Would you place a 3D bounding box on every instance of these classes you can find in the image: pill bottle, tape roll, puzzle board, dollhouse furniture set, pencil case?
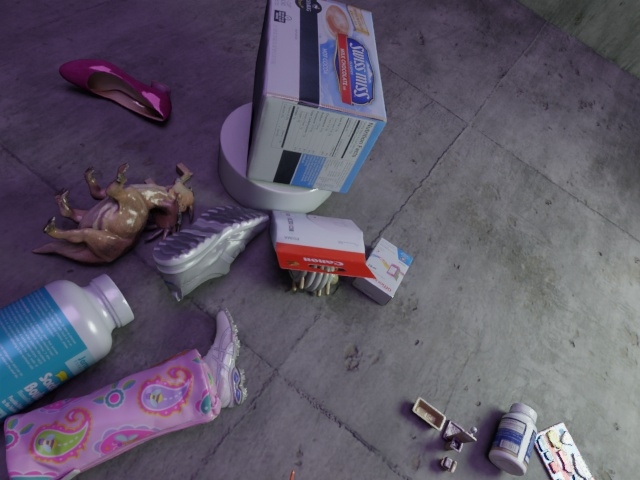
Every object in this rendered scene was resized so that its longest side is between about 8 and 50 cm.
[{"bbox_3d":[0.376,0.379,0.820,0.067,0.067,0.120,37,56,6],"label":"pill bottle"},{"bbox_3d":[-0.094,-0.195,1.001,0.286,0.100,0.286,9,57,-13],"label":"tape roll"},{"bbox_3d":[0.490,0.443,0.853,0.096,0.011,0.128,-10,64,-23],"label":"puzzle board"},{"bbox_3d":[0.223,0.348,0.781,0.114,0.081,0.091,36,55,6],"label":"dollhouse furniture set"},{"bbox_3d":[-0.293,0.261,0.621,0.284,0.124,0.124,-19,67,-18],"label":"pencil case"},{"bbox_3d":[-0.430,0.157,0.646,0.264,0.146,0.146,-34,75,-31],"label":"pill bottle"}]

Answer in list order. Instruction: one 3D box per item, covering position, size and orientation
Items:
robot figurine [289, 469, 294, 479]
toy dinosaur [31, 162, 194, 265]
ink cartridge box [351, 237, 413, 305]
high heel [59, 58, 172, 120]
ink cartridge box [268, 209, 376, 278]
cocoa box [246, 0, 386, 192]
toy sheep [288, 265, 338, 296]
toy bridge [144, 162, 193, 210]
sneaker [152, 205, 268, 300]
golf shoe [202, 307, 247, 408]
[{"bbox_3d":[-0.051,0.452,0.593,0.128,0.158,0.219,5,49,-31],"label":"robot figurine"},{"bbox_3d":[-0.377,-0.027,0.802,0.296,0.200,0.127,-42,42,-8],"label":"toy dinosaur"},{"bbox_3d":[0.138,0.069,0.943,0.088,0.052,0.122,34,57,4],"label":"ink cartridge box"},{"bbox_3d":[-0.470,-0.339,0.980,0.244,0.082,0.117,12,46,-26],"label":"high heel"},{"bbox_3d":[0.000,0.000,0.861,0.189,0.232,0.066,7,103,-14],"label":"ink cartridge box"},{"bbox_3d":[-0.020,-0.312,0.895,0.228,0.231,0.347,7,58,-14],"label":"cocoa box"},{"bbox_3d":[-0.020,0.065,0.875,0.132,0.091,0.091,18,54,-30],"label":"toy sheep"},{"bbox_3d":[-0.349,-0.103,0.906,0.063,0.026,0.188,46,57,9],"label":"toy bridge"},{"bbox_3d":[-0.210,0.014,0.846,0.105,0.115,0.281,19,33,27],"label":"sneaker"},{"bbox_3d":[-0.182,0.205,0.749,0.086,0.069,0.176,-6,61,-15],"label":"golf shoe"}]
